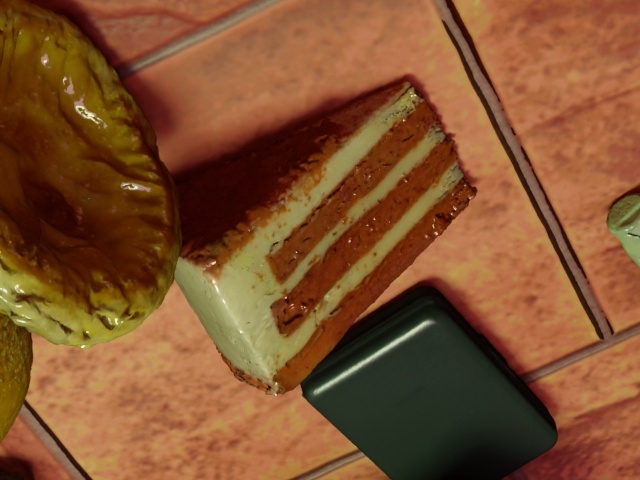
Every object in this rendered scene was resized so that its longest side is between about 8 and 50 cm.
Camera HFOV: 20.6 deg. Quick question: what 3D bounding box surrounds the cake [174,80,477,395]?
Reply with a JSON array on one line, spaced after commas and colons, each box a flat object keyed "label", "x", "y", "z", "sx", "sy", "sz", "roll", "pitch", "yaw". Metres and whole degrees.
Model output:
[{"label": "cake", "x": 0.000, "y": 0.000, "z": 1.429, "sx": 0.262, "sy": 0.159, "sz": 0.158, "roll": -26, "pitch": 124, "yaw": 7}]

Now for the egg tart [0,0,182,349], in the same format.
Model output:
[{"label": "egg tart", "x": -0.223, "y": -0.042, "z": 1.286, "sx": 0.116, "sy": 0.294, "sz": 0.295, "roll": -29, "pitch": 128, "yaw": 29}]

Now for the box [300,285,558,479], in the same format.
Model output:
[{"label": "box", "x": 0.102, "y": 0.153, "z": 1.632, "sx": 0.160, "sy": 0.050, "sz": 0.230, "roll": -34, "pitch": 126, "yaw": 15}]

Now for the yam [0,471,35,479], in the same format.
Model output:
[{"label": "yam", "x": -0.333, "y": 0.255, "z": 1.598, "sx": 0.183, "sy": 0.107, "sz": 0.107, "roll": 9, "pitch": 124, "yaw": -16}]

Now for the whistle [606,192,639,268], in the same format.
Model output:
[{"label": "whistle", "x": 0.341, "y": 0.054, "z": 1.597, "sx": 0.126, "sy": 0.067, "sz": 0.258, "roll": -42, "pitch": 120, "yaw": 4}]

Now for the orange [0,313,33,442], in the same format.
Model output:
[{"label": "orange", "x": -0.354, "y": 0.086, "z": 1.354, "sx": 0.274, "sy": 0.274, "sz": 0.274, "roll": -5, "pitch": 127, "yaw": -7}]
